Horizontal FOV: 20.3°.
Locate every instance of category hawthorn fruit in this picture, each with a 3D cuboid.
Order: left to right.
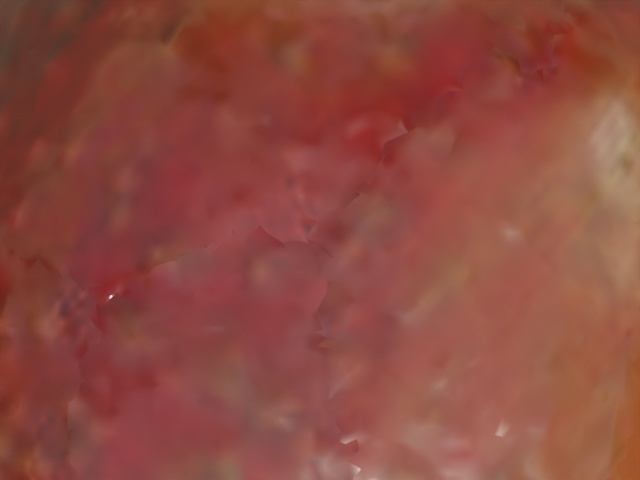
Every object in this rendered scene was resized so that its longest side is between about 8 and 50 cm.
[{"bbox_3d":[0.000,0.000,0.550,0.284,0.284,0.369,15,89,-19],"label":"hawthorn fruit"}]
